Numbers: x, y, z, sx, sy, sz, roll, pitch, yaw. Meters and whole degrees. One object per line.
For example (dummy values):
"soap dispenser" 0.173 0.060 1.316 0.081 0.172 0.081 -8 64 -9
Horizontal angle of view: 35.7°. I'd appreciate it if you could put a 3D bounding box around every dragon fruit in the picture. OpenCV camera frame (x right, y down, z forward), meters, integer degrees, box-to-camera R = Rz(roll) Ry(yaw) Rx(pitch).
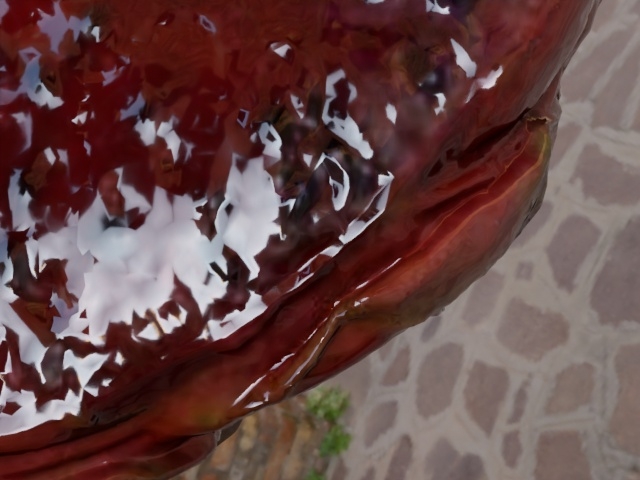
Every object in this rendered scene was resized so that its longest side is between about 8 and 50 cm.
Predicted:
"dragon fruit" 0.001 0.010 0.457 0.329 0.286 0.228 56 -152 -71
